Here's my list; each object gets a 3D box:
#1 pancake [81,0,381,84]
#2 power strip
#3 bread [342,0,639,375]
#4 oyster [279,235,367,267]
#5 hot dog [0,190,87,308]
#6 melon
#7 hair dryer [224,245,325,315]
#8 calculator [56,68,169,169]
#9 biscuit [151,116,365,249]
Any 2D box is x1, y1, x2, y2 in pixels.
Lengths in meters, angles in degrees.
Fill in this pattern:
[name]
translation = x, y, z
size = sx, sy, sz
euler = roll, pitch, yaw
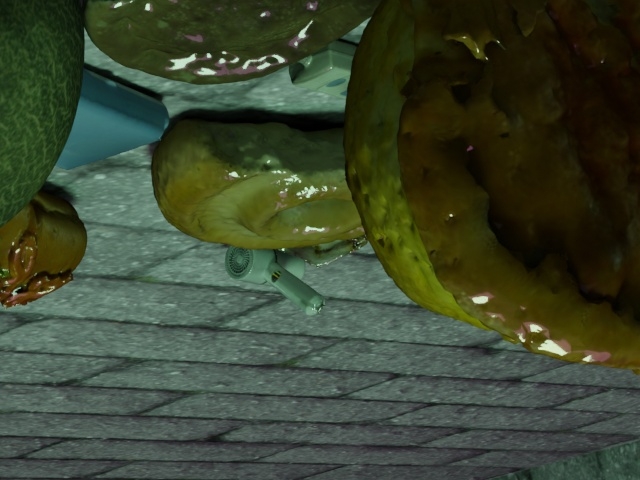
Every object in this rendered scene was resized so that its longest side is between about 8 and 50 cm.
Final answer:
[pancake]
translation = -0.058, -0.167, 1.382
size = 0.236, 0.042, 0.222
euler = -14, 159, 19
[power strip]
translation = 0.035, -0.135, 1.560
size = 0.047, 0.030, 0.191
euler = -21, 160, 38
[bread]
translation = 0.177, -0.072, 1.290
size = 0.358, 0.337, 0.204
euler = 12, 165, -29
[oyster]
translation = 0.000, 0.002, 2.032
size = 0.093, 0.034, 0.051
euler = 10, 144, -17
[hot dog]
translation = -0.340, -0.005, 1.696
size = 0.158, 0.117, 0.349
euler = -13, 163, 18
[melon]
translation = -0.256, -0.114, 1.123
size = 0.237, 0.237, 0.301
euler = -5, 162, -9
[hair dryer]
translation = -0.033, 0.044, 2.024
size = 0.082, 0.047, 0.137
euler = 12, -163, -43
[calculator]
translation = -0.215, -0.103, 1.545
size = 0.121, 0.039, 0.210
euler = -17, 161, 27
[biscuit]
translation = -0.022, -0.047, 1.737
size = 0.274, 0.091, 0.213
euler = -4, 163, -18
